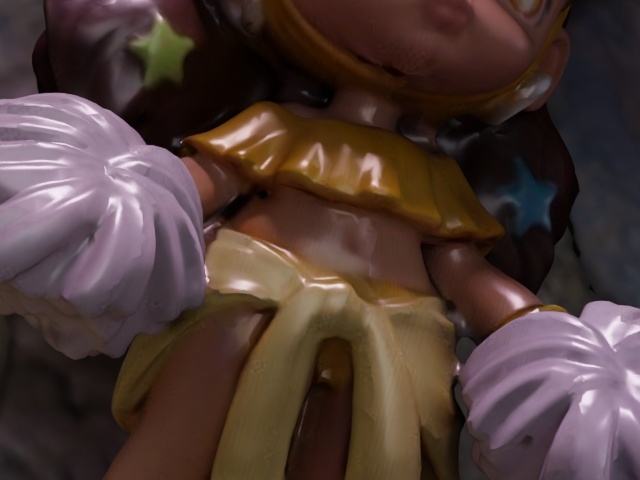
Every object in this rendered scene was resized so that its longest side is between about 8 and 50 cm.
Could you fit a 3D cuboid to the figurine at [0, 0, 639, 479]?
[{"bbox_3d":[0.000,-0.001,0.400,0.175,0.116,0.240,18,69,-14],"label":"figurine"}]
